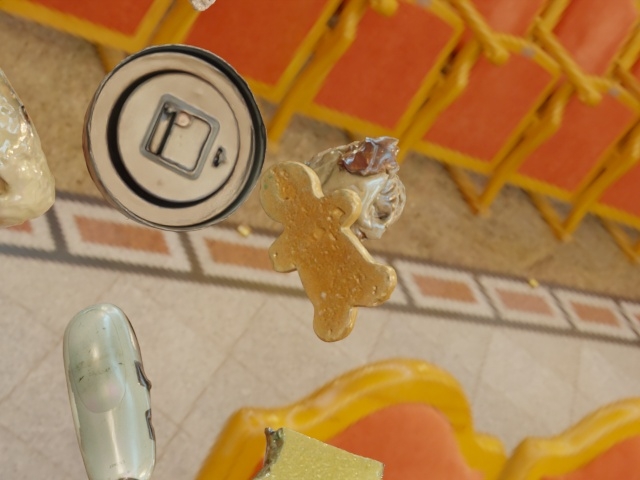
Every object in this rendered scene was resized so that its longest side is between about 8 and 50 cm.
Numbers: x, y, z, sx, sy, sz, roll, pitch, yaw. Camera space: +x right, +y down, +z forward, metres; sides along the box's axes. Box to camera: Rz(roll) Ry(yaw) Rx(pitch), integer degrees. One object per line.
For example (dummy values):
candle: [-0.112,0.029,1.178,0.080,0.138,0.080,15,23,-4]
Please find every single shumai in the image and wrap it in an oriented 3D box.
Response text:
shumai: [0.057,-0.100,2.068,0.201,0.120,0.201,0,62,0]

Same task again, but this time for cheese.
cheese: [-0.529,-0.176,1.904,0.115,0.326,0.318,-29,51,-19]

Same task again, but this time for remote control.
remote control: [-0.244,0.175,1.397,0.045,0.097,0.256,64,4,-56]

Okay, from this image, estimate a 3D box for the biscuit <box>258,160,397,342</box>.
biscuit: [0.000,0.000,1.536,0.234,0.153,0.030,56,24,17]

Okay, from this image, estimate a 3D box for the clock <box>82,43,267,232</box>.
clock: [-0.252,-0.175,2.103,0.325,0.325,0.067,28,-13,-23]

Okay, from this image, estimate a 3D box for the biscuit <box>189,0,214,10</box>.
biscuit: [-0.261,-0.589,2.150,0.078,0.144,0.426,29,26,-58]

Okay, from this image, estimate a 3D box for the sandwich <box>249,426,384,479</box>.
sandwich: [-0.027,0.410,1.781,0.212,0.063,0.245,23,54,-15]
